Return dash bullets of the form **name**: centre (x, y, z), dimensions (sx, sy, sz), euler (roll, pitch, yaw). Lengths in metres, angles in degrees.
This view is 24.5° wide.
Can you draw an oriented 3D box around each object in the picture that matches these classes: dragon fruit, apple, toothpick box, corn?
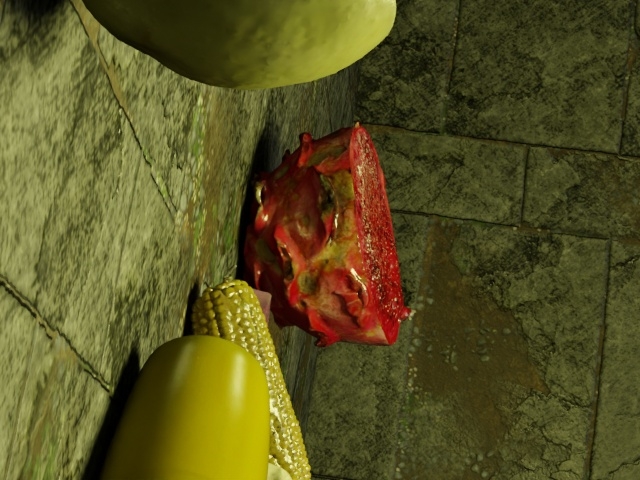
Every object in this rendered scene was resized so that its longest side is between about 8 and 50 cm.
- **dragon fruit**: centre (0.000, 0.000, 2.360), dimensions (0.386, 0.249, 0.371), euler (-81, 160, -58)
- **apple**: centre (-0.084, -0.254, 1.106), dimensions (0.258, 0.233, 0.295), euler (134, -53, -76)
- **toothpick box**: centre (-0.137, 0.228, 1.533), dimensions (0.271, 0.175, 0.175), euler (-81, 175, -50)
- **corn**: centre (-0.096, 0.187, 1.904), dimensions (0.101, 0.101, 0.310), euler (24, 50, -85)

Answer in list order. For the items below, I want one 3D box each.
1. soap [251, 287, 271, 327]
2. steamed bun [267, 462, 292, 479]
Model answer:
- **soap**: centre (-0.128, 0.215, 2.085), dimensions (0.181, 0.081, 0.259), euler (-68, 165, -71)
- **steamed bun**: centre (-0.130, 0.430, 1.786), dimensions (0.276, 0.203, 0.289), euler (-52, 136, -62)
